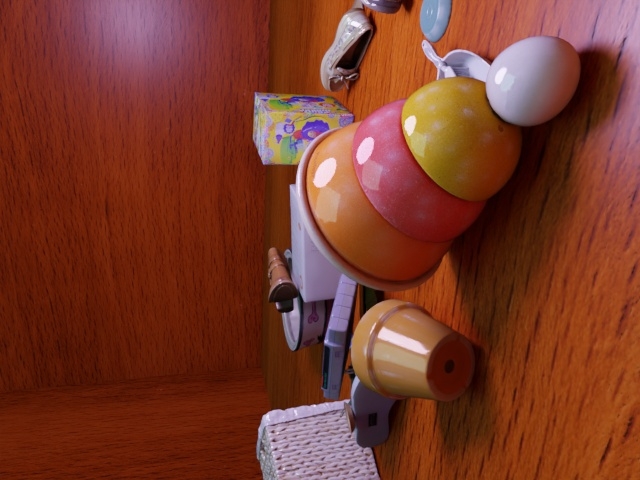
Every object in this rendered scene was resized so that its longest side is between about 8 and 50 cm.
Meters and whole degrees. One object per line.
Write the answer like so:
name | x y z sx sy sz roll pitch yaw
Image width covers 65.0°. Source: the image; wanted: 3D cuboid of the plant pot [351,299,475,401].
plant pot | 0.197 0.233 1.010 0.188 0.205 0.205 5 97 60

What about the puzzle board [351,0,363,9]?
puzzle board | 0.115 -0.675 1.530 0.096 0.011 0.128 126 139 -65

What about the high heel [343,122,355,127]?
high heel | 0.102 -0.234 1.537 0.186 0.093 0.261 -57 46 24

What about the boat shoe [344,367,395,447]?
boat shoe | 0.139 0.401 1.377 0.157 0.135 0.367 -105 10 -51

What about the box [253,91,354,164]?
box | -0.069 -0.384 1.720 0.279 0.289 0.177 -118 30 -57

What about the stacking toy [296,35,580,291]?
stacking toy | 0.205 -0.141 0.827 0.480 0.350 0.351 -37 54 52

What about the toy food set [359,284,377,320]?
toy food set | 0.150 0.194 1.419 0.128 0.071 0.218 21 -112 -80

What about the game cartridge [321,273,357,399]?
game cartridge | 0.054 0.261 1.388 0.355 0.068 0.230 92 -165 -46

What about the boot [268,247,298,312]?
boot | -0.143 0.122 1.824 0.283 0.108 0.220 78 -179 -66

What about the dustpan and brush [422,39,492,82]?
dustpan and brush | 0.250 -0.318 0.958 0.147 0.060 0.211 107 156 -51

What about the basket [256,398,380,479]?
basket | -0.022 0.710 1.607 0.328 0.331 0.267 104 157 -47

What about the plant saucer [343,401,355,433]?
plant saucer | 0.078 0.471 1.338 0.083 0.015 0.084 169 90 -84

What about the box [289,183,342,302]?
box | 0.000 0.000 1.692 0.215 0.168 0.346 -120 27 -62

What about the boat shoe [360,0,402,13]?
boat shoe | 0.136 -0.711 1.210 0.130 0.132 0.356 119 145 -64

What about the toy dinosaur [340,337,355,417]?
toy dinosaur | 0.107 0.389 1.515 0.268 0.064 0.118 -71 -3 -47

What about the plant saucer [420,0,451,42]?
plant saucer | 0.238 -0.482 1.061 0.119 0.021 0.120 178 90 -75

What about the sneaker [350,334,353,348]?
sneaker | 0.078 0.290 1.694 0.152 0.058 0.085 -102 8 -55

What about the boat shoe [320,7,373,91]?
boat shoe | 0.076 -0.548 1.509 0.089 0.104 0.285 62 154 23

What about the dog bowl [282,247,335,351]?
dog bowl | -0.055 0.234 2.022 0.408 0.150 0.409 178 90 -76
